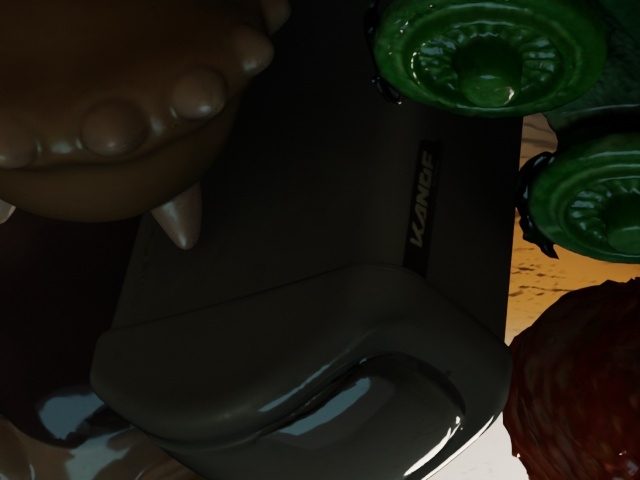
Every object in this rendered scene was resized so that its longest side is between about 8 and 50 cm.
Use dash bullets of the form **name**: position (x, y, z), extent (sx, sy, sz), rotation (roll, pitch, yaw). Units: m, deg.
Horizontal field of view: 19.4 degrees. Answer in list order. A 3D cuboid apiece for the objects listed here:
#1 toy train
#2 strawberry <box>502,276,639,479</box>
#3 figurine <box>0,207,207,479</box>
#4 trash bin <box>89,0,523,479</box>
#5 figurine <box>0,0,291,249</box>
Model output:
- **toy train**: position (0.136, -0.100, 0.702), extent (0.202, 0.145, 0.266), rotation (-17, 141, 34)
- **strawberry**: position (0.228, 0.101, 0.870), extent (0.312, 0.267, 0.351), rotation (-2, 166, 29)
- **figurine**: position (-0.075, 0.115, 0.963), extent (0.218, 0.365, 0.206), rotation (-25, 166, -7)
- **trash bin**: position (0.000, 0.000, 0.819), extent (0.177, 0.236, 0.101), rotation (-17, 140, 39)
- **figurine**: position (-0.099, -0.103, 0.739), extent (0.177, 0.173, 0.247), rotation (14, 150, -6)
